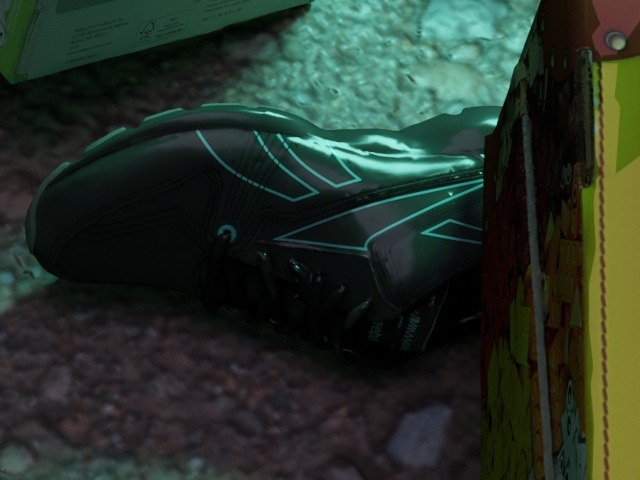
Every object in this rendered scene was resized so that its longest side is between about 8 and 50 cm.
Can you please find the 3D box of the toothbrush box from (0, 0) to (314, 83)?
[{"bbox_3d":[-0.142,-0.231,0.960,0.206,0.122,0.283,-20,56,-40],"label":"toothbrush box"}]

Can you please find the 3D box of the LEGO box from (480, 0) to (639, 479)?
[{"bbox_3d":[0.320,0.100,0.709,0.500,0.193,0.373,4,68,-3],"label":"LEGO box"}]

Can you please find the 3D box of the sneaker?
[{"bbox_3d":[0.000,0.000,0.861,0.267,0.101,0.106,-4,59,-7],"label":"sneaker"}]
